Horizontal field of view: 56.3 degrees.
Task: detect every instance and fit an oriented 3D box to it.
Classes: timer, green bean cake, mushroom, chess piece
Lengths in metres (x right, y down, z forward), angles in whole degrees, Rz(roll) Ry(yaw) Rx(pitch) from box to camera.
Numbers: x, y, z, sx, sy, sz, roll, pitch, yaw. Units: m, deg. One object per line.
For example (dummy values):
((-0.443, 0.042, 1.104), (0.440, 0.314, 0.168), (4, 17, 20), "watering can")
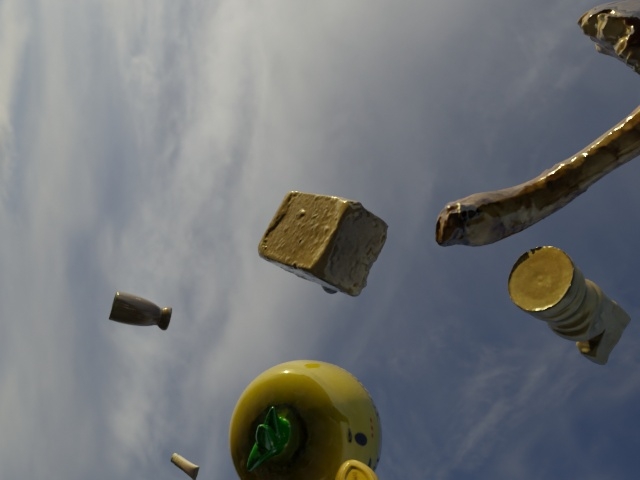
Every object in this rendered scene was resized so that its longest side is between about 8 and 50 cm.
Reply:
((-0.045, 0.326, 0.997), (0.285, 0.285, 0.285), (4, -84, 47), "timer")
((0.000, 0.000, 0.804), (0.179, 0.085, 0.109), (12, -105, 58), "green bean cake")
((0.276, -0.112, 0.583), (0.301, 0.233, 0.208), (-12, -100, 37), "mushroom")
((0.334, 0.090, 0.773), (0.090, 0.200, 0.090), (-34, -141, 33), "chess piece")

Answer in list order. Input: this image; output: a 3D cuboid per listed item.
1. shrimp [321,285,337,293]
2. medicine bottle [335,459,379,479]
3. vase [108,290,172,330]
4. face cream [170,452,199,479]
((0.012, 0.025, 1.284), (0.090, 0.079, 0.233), (8, -46, 29), "shrimp")
((0.067, 0.419, 0.848), (0.095, 0.064, 0.261), (-118, -165, -53), "medicine bottle")
((-0.314, 0.126, 1.047), (0.053, 0.100, 0.053), (-163, -90, -72), "vase")
((-0.345, 0.576, 1.526), (0.115, 0.020, 0.038), (10, -100, 44), "face cream")
